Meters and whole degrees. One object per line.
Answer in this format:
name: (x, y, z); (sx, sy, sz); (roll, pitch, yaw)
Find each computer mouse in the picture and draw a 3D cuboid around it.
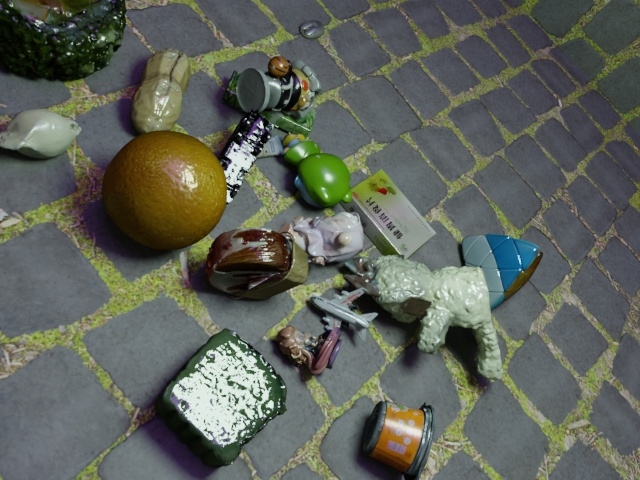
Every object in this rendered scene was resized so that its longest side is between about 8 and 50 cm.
computer mouse: (-0.025, -0.732, 1.999); (0.096, 0.039, 0.066); (-27, 77, -38)

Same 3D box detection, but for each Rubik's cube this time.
Rubik's cube: (0.552, 0.060, 1.794); (0.254, 0.254, 0.255); (14, 56, -22)

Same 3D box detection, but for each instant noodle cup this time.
instant noodle cup: (0.173, 0.447, 1.332); (0.125, 0.178, 0.208); (20, 21, 0)

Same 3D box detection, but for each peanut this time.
peanut: (-0.415, -0.394, 1.517); (0.130, 0.130, 0.290); (18, 53, -20)

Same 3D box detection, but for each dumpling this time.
dumpling: (-0.649, -0.245, 1.315); (0.155, 0.181, 0.111); (16, 89, 14)

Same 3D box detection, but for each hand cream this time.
hand cream: (-0.175, -0.254, 1.624); (0.170, 0.043, 0.065); (-19, 87, -39)

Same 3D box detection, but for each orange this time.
orange: (-0.346, -0.111, 1.295); (0.274, 0.274, 0.274); (14, 56, -22)

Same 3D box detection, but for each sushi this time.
sushi: (-0.654, -0.551, 1.439); (0.294, 0.178, 0.352); (38, 47, -8)

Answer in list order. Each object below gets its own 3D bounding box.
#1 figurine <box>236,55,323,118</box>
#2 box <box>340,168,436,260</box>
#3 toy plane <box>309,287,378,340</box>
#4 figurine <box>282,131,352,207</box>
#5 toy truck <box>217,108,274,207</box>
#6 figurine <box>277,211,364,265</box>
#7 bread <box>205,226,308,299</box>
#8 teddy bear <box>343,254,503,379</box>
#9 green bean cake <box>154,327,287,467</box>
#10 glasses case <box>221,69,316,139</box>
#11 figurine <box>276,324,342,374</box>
figurine: (-0.100, -0.423, 1.593); (0.236, 0.176, 0.133); (-14, 61, -47)
box: (0.200, -0.069, 1.714); (0.175, 0.062, 0.260); (-35, 84, -39)
toy plane: (0.051, 0.181, 1.461); (0.171, 0.065, 0.162); (26, 93, 14)
figurine: (-0.016, -0.200, 1.626); (0.162, 0.143, 0.263); (1, 48, -48)
toy truck: (-0.216, -0.211, 1.494); (0.088, 0.121, 0.259); (34, 71, -19)
figurine: (0.001, 0.000, 1.513); (0.275, 0.200, 0.133); (-10, 109, -32)
bread: (-0.152, 0.061, 1.328); (0.211, 0.224, 0.143); (25, 51, -42)
teddy bear: (0.280, 0.196, 1.568); (0.327, 0.362, 0.376); (-78, 154, -56)
green bean cake: (-0.198, 0.325, 1.201); (0.222, 0.125, 0.227); (45, 55, 2)
glasses case: (-0.150, -0.394, 1.710); (0.272, 0.062, 0.095); (24, 55, -15)
figurine: (-0.028, 0.258, 1.369); (0.156, 0.114, 0.126); (1, 23, 2)
